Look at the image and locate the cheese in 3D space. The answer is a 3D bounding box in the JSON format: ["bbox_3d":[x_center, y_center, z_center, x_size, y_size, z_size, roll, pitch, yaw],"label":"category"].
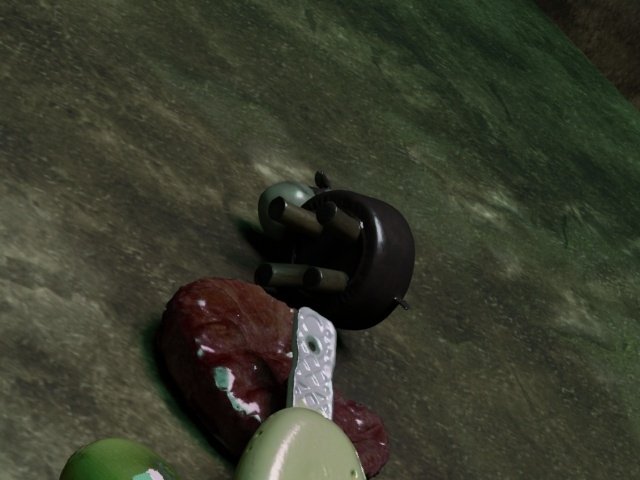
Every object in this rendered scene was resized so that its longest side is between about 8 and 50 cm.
[{"bbox_3d":[-0.007,0.154,1.423,0.127,0.050,0.255,33,40,-26],"label":"cheese"}]

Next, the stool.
[{"bbox_3d":[0.000,0.000,1.755,0.121,0.125,0.217,18,21,-42],"label":"stool"}]

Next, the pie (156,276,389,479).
[{"bbox_3d":[-0.042,0.117,1.539,0.204,0.054,0.218,13,36,-51],"label":"pie"}]

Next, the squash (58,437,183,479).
[{"bbox_3d":[-0.081,0.229,1.214,0.250,0.083,0.083,51,23,16],"label":"squash"}]
